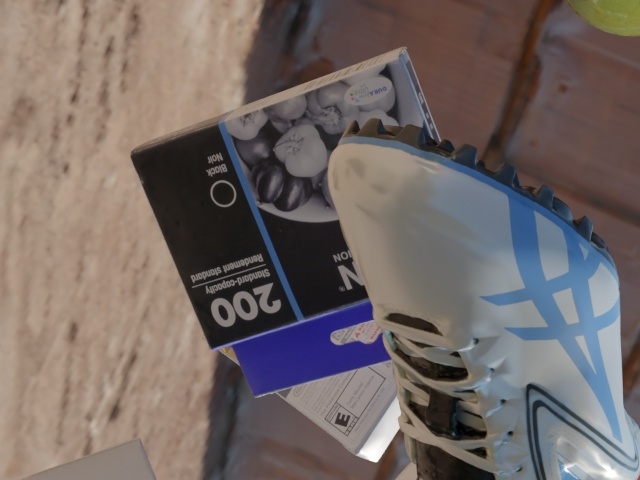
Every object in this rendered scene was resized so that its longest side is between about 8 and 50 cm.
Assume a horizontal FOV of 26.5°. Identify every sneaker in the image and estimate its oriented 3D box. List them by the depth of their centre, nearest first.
[{"bbox_3d":[0.059,0.049,0.471,0.086,0.085,0.237,-58,142,-23],"label":"sneaker"}]

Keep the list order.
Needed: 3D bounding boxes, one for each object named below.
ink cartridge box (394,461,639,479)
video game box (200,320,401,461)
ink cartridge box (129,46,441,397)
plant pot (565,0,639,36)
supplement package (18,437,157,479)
[{"bbox_3d":[0.099,0.215,0.776,0.237,0.172,0.100,-48,131,-8],"label":"ink cartridge box"},{"bbox_3d":[0.027,0.044,1.100,0.205,0.187,0.048,-56,149,-1],"label":"video game box"},{"bbox_3d":[0.000,0.000,0.923,0.208,0.206,0.045,67,20,-13],"label":"ink cartridge box"},{"bbox_3d":[0.283,-0.293,1.099,0.293,0.275,0.275,89,25,-71],"label":"plant pot"},{"bbox_3d":[-0.152,0.261,1.030,0.105,0.179,0.105,-19,142,-14],"label":"supplement package"}]
